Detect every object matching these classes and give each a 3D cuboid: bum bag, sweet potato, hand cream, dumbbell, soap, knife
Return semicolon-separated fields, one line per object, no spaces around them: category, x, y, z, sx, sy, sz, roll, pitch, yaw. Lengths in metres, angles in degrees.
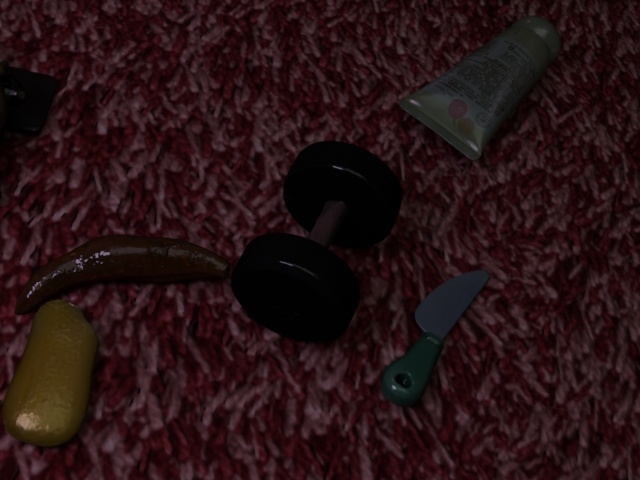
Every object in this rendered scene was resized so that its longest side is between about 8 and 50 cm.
bum bag;-0.439;-0.199;1.153;0.160;0.026;0.109;11;55;-9
sweet potato;-0.239;0.030;1.043;0.256;0.058;0.078;-8;81;-16
hand cream;0.267;-0.248;1.348;0.147;0.093;0.306;40;58;14
dumbbell;0.000;0.000;1.071;0.153;0.152;0.218;25;55;1
soap;-0.293;0.147;0.963;0.089;0.033;0.168;15;55;-8
knife;0.147;0.111;1.119;0.063;0.034;0.260;29;48;12

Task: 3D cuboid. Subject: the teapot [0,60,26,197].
teapot;-0.444;-0.155;1.040;0.183;0.173;0.269;-20;97;-30
